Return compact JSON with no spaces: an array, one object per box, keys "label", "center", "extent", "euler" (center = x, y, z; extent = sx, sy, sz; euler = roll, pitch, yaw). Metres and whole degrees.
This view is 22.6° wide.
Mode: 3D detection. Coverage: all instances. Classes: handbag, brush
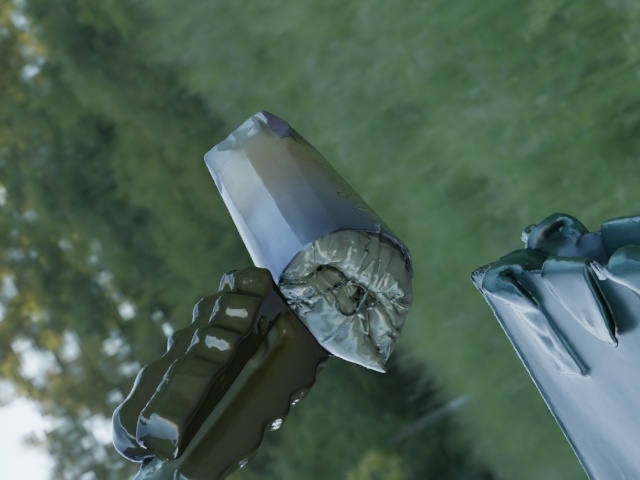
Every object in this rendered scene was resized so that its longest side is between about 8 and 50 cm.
[{"label":"handbag","center":[0.209,0.090,0.876],"extent":[0.238,0.089,0.326],"euler":[55,168,-7]},{"label":"brush","center":[-0.100,0.140,0.883],"extent":[0.084,0.301,0.071],"euler":[50,149,-19]},{"label":"handbag","center":[0.000,0.000,1.074],"extent":[0.117,0.095,0.173],"euler":[43,-168,-42]}]
